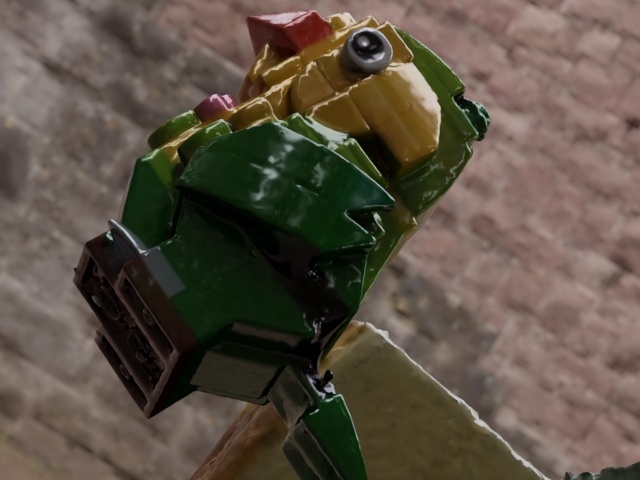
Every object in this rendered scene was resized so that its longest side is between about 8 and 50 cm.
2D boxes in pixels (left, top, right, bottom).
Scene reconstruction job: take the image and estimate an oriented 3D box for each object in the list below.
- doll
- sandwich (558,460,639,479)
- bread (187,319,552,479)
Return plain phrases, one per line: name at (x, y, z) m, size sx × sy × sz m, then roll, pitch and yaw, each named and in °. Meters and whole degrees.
doll at (-0.008, -0.004, 0.706) m, size 0.134 × 0.186 × 0.106 m, roll 28°, pitch -28°, yaw 0°
sandwich at (0.143, 0.147, 0.746) m, size 0.254 × 0.288 × 0.099 m, roll 35°, pitch -5°, yaw 43°
bread at (-0.003, 0.211, 1.151) m, size 0.207 × 0.279 × 0.279 m, roll 38°, pitch -6°, yaw 1°
